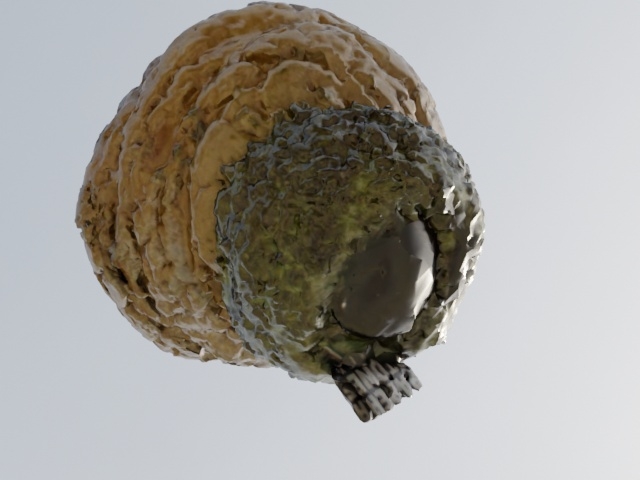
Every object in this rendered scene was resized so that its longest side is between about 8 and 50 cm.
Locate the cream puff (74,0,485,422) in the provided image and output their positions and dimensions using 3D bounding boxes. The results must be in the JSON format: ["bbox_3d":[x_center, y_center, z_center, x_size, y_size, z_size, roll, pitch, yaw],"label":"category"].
[{"bbox_3d":[0.000,0.000,0.569,0.183,0.169,0.183,-17,-56,-27],"label":"cream puff"}]
